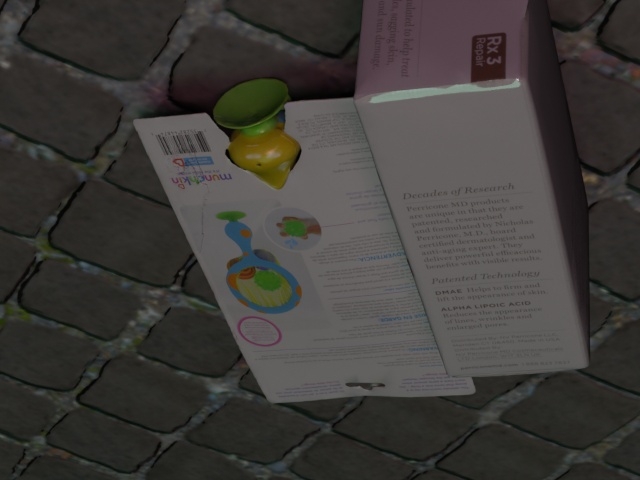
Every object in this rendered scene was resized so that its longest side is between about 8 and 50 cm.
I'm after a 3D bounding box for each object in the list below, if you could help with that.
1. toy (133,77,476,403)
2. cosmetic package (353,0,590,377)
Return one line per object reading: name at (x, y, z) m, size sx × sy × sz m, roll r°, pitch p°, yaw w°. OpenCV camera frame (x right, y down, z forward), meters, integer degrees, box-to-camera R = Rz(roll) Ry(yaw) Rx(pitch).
toy at (0.000, 0.000, 0.901) m, size 0.137 × 0.056 × 0.237 m, roll -4°, pitch 136°, yaw 21°
cosmetic package at (0.083, -0.039, 0.786) m, size 0.086 × 0.117 × 0.231 m, roll -6°, pitch 140°, yaw 16°
